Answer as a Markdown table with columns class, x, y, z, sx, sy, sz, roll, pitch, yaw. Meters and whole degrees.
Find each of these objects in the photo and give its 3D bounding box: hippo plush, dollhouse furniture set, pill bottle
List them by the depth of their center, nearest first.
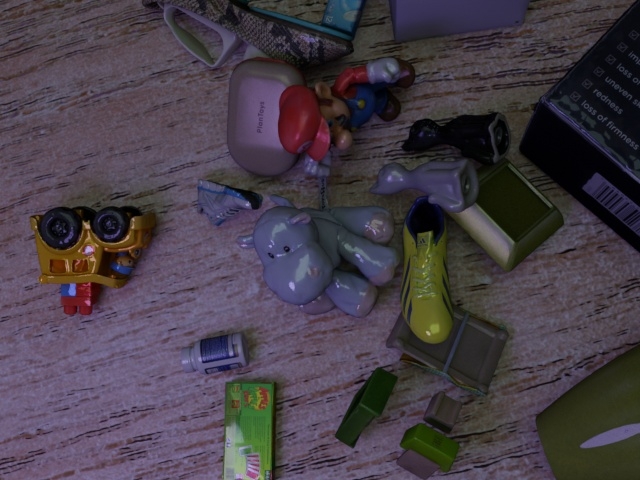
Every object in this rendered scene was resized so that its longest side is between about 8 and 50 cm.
| class | x | y | z | sx | sy | sz | roll | pitch | yaw |
| --- | --- | --- | --- | --- | --- | --- | --- | --- | --- |
| hippo plush | 0.000 | 0.000 | 1.426 | 0.234 | 0.236 | 0.294 | -21 | 78 | 20 |
| dollhouse furniture set | 0.190 | 0.261 | 1.467 | 0.198 | 0.151 | 0.301 | 29 | 54 | 4 |
| pill bottle | -0.200 | 0.216 | 1.514 | 0.120 | 0.067 | 0.067 | -11 | 78 | 3 |

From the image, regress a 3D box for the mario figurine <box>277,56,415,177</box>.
| class | x | y | z | sx | sy | sz | roll | pitch | yaw |
| --- | --- | --- | --- | --- | --- | --- | --- | --- | --- |
| mario figurine | 0.060 | -0.223 | 1.465 | 0.170 | 0.321 | 0.198 | 10 | 121 | 43 |

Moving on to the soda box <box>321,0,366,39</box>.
| class | x | y | z | sx | sy | sz | roll | pitch | yaw |
| --- | --- | --- | --- | --- | --- | --- | --- | --- | --- |
| soda box | 0.066 | -0.520 | 1.615 | 0.067 | 0.071 | 0.210 | 17 | 92 | 5 |

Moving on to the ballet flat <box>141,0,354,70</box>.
| class | x | y | z | sx | sy | sz | roll | pitch | yaw |
| --- | --- | --- | --- | --- | --- | --- | --- | --- | --- |
| ballet flat | -0.163 | -0.422 | 1.614 | 0.483 | 0.164 | 0.182 | 31 | 105 | 16 |

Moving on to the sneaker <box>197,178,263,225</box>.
| class | x | y | z | sx | sy | sz | roll | pitch | yaw |
| --- | --- | --- | --- | --- | --- | --- | --- | --- | --- |
| sneaker | -0.178 | -0.065 | 1.541 | 0.191 | 0.071 | 0.082 | 15 | 92 | 51 |

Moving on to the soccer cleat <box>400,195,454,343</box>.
| class | x | y | z | sx | sy | sz | roll | pitch | yaw |
| --- | --- | --- | --- | --- | --- | --- | --- | --- | --- |
| soccer cleat | 0.188 | 0.047 | 1.438 | 0.094 | 0.121 | 0.289 | -2 | 53 | 4 |

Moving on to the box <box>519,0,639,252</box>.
| class | x | y | z | sx | sy | sz | roll | pitch | yaw |
| --- | --- | --- | --- | --- | --- | --- | --- | --- | --- |
| box | 0.696 | -0.212 | 1.396 | 0.480 | 0.297 | 0.472 | 44 | 87 | 12 |

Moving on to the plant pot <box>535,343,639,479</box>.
| class | x | y | z | sx | sy | sz | roll | pitch | yaw |
| --- | --- | --- | --- | --- | --- | --- | --- | --- | --- |
| plant pot | 0.527 | 0.316 | 1.343 | 0.294 | 0.275 | 0.274 | -24 | 77 | 16 |

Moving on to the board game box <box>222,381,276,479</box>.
| class | x | y | z | sx | sy | sz | roll | pitch | yaw |
| --- | --- | --- | --- | --- | --- | --- | --- | --- | --- |
| board game box | -0.131 | 0.355 | 1.490 | 0.092 | 0.043 | 0.181 | 0 | 79 | 5 |

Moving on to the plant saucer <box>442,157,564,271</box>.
| class | x | y | z | sx | sy | sz | roll | pitch | yaw |
| --- | --- | --- | --- | --- | --- | --- | --- | --- | --- |
| plant saucer | 0.346 | -0.064 | 1.489 | 0.188 | 0.045 | 0.188 | -36 | 76 | -29 |

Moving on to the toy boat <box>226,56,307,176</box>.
| class | x | y | z | sx | sy | sz | roll | pitch | yaw |
| --- | --- | --- | --- | --- | --- | --- | --- | --- | --- |
| toy boat | -0.096 | -0.244 | 1.563 | 0.151 | 0.151 | 0.231 | 11 | 112 | 11 |

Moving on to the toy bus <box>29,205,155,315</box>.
| class | x | y | z | sx | sy | sz | roll | pitch | yaw |
| --- | --- | --- | --- | --- | --- | --- | --- | --- | --- |
| toy bus | -0.433 | 0.037 | 1.544 | 0.220 | 0.149 | 0.211 | -2 | 91 | 3 |

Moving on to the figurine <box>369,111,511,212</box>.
| class | x | y | z | sx | sy | sz | roll | pitch | yaw |
| --- | --- | --- | --- | --- | --- | --- | --- | --- | --- |
| figurine | 0.213 | -0.150 | 1.485 | 0.209 | 0.092 | 0.215 | 9 | 51 | 41 |

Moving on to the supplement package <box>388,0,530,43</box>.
| class | x | y | z | sx | sy | sz | roll | pitch | yaw |
| --- | --- | --- | --- | --- | --- | --- | --- | --- | --- |
| supplement package | 0.264 | -0.505 | 1.546 | 0.262 | 0.204 | 0.145 | -8 | 78 | 3 |
